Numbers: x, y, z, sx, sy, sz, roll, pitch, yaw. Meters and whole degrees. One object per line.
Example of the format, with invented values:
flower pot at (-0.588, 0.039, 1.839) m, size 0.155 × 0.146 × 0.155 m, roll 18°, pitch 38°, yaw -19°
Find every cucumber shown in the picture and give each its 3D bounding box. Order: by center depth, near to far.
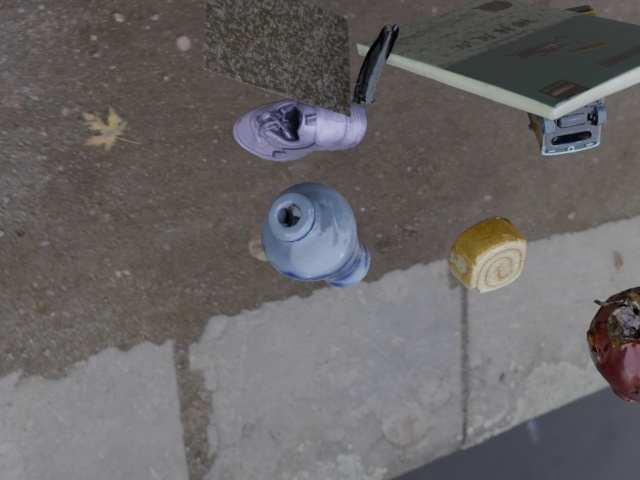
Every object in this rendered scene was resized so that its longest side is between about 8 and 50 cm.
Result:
cucumber at (0.072, -0.236, 1.050) m, size 0.033 × 0.034 × 0.134 m, roll -36°, pitch 154°, yaw -43°

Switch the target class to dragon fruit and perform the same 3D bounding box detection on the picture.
dragon fruit at (0.325, 0.096, 0.773) m, size 0.246 × 0.125 × 0.125 m, roll 27°, pitch 65°, yaw -53°

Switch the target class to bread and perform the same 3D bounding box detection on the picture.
bread at (0.273, 0.023, 1.275) m, size 0.122 × 0.073 × 0.149 m, roll -24°, pitch 147°, yaw -8°

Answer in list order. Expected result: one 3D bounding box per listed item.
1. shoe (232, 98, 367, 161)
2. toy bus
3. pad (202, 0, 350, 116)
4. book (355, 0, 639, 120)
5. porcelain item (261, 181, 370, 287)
shoe at (-0.060, -0.176, 1.198) m, size 0.138 × 0.245 × 0.095 m, roll 0°, pitch 91°, yaw -53°
toy bus at (0.500, -0.322, 1.581) m, size 0.139 × 0.167 × 0.275 m, roll -11°, pitch 138°, yaw 5°
pad at (-0.052, -0.265, 1.034) m, size 0.235 × 0.003 × 0.158 m, roll 11°, pitch 70°, yaw -35°
book at (0.259, -0.254, 1.024) m, size 0.264 × 0.379 × 0.031 m, roll -26°, pitch 125°, yaw -24°
porcelain item at (0.000, 0.000, 1.145) m, size 0.141 × 0.141 × 0.259 m, roll -64°, pitch 155°, yaw -5°
